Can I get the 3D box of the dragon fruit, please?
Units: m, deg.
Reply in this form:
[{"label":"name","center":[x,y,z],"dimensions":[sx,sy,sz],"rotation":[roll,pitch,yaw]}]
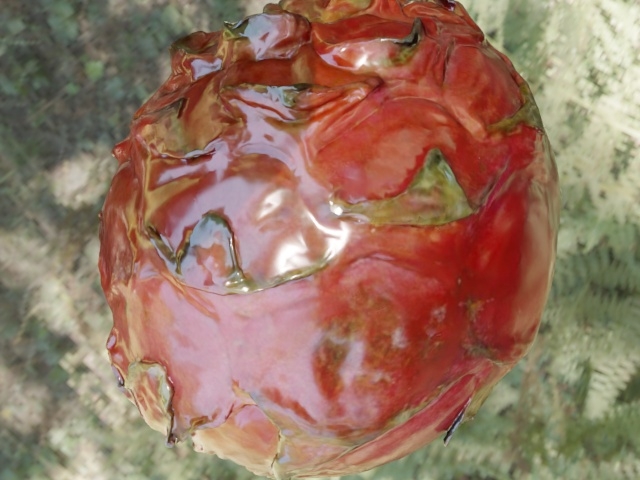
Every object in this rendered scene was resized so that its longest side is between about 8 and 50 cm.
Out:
[{"label":"dragon fruit","center":[0.002,-0.005,0.687],"dimensions":[0.241,0.241,0.252],"rotation":[12,88,19]}]
